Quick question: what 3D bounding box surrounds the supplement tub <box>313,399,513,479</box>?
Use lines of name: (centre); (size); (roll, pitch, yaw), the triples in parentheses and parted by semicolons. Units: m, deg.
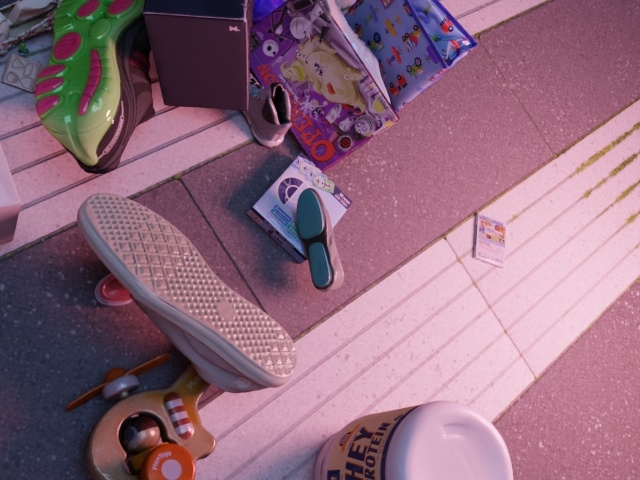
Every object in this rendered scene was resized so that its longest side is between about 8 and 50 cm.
supplement tub: (0.146, 0.413, 1.226); (0.235, 0.325, 0.235); (10, 67, -25)

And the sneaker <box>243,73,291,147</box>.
sneaker: (-0.129, -0.317, 1.469); (0.086, 0.132, 0.228); (-37, 91, -33)

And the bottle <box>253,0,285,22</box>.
bottle: (-0.190, -0.566, 1.553); (0.283, 0.092, 0.118); (34, 62, -13)

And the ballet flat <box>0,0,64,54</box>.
ballet flat: (-0.575, -0.408, 1.301); (0.091, 0.077, 0.241); (48, 58, -5)

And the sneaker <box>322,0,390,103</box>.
sneaker: (0.051, -0.426, 1.620); (0.150, 0.135, 0.366); (-19, 89, -48)

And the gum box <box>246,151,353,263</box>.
gum box: (-0.041, -0.070, 1.477); (0.157, 0.041, 0.184); (43, 59, -9)

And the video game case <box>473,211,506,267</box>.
video game case: (0.413, -0.001, 1.709); (0.087, 0.011, 0.122); (19, 64, -20)

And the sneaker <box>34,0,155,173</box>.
sneaker: (-0.401, -0.319, 1.320); (0.185, 0.202, 0.483); (2, 51, 6)

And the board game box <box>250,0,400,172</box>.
board game box: (-0.009, -0.346, 1.518); (0.347, 0.208, 0.056); (56, 18, 1)

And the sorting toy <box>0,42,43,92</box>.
sorting toy: (-0.551, -0.323, 1.308); (0.062, 0.012, 0.083); (18, 84, -17)

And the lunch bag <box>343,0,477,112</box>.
lunch bag: (0.178, -0.487, 1.642); (0.138, 0.221, 0.293); (-41, 93, -33)

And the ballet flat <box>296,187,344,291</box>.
ballet flat: (0.000, 0.000, 1.421); (0.068, 0.072, 0.213); (7, 69, -57)

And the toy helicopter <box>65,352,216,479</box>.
toy helicopter: (-0.263, 0.271, 1.206); (0.235, 0.140, 0.355); (39, 47, 0)

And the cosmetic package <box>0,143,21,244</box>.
cosmetic package: (-0.613, -0.175, 1.124); (0.155, 0.197, 0.365); (-18, 79, -31)

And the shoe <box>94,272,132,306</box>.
shoe: (-0.313, 0.063, 1.260); (0.178, 0.081, 0.063); (-19, 81, -32)

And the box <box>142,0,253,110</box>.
box: (-0.216, -0.446, 1.316); (0.183, 0.296, 0.294); (1, 69, -5)

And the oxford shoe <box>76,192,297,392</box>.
oxford shoe: (-0.236, 0.103, 1.178); (0.449, 0.130, 0.169); (43, 36, -10)
